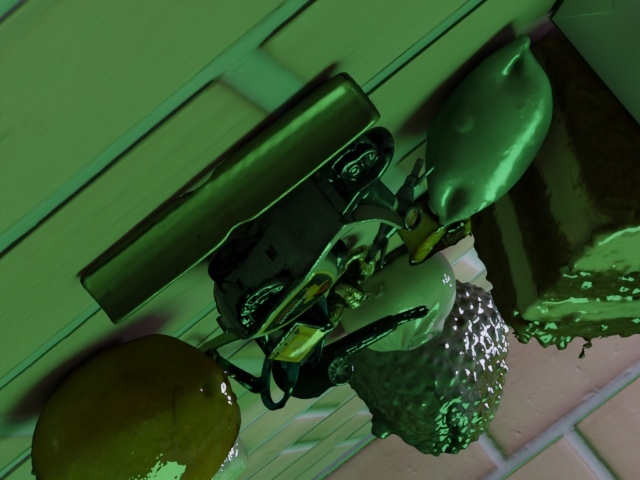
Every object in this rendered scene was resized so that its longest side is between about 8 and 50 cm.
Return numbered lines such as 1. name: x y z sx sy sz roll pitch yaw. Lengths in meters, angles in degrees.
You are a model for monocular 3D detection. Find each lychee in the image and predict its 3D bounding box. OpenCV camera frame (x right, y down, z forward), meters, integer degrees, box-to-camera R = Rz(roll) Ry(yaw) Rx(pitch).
1. lychee: 0.167 0.184 2.257 0.274 0.255 0.255 -44 169 -7

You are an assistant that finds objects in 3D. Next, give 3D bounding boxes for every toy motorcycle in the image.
1. toy motorcycle: 0.000 0.000 1.438 0.157 0.091 0.263 15 122 -48

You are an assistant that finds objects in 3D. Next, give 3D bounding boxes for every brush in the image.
1. brush: -0.076 -0.036 1.247 0.282 0.054 0.048 -38 -173 6

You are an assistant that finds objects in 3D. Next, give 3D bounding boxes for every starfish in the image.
1. starfish: 0.034 0.067 1.855 0.150 0.053 0.209 -49 174 -27

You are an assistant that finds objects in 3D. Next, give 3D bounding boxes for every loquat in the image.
1. loquat: -0.180 0.188 1.519 0.234 0.176 0.187 -28 -178 -25

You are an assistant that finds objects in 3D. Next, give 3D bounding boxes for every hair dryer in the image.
1. hair dryer: 0.052 0.129 1.905 0.219 0.075 0.195 -27 -174 -22

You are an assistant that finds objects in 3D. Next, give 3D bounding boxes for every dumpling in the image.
1. dumpling: 0.161 -0.122 1.520 0.105 0.149 0.216 9 121 -25

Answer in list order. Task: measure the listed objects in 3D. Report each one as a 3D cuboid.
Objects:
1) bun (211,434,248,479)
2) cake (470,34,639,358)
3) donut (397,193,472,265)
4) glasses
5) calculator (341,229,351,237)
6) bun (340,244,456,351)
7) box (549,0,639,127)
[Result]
1. bun: -0.196 0.311 2.030 0.195 0.118 0.195 -42 170 -9
2. cake: 0.318 -0.056 1.627 0.256 0.282 0.290 -2 151 -21
3. donut: 0.154 -0.028 1.894 0.140 0.059 0.140 -34 167 -9
4. glasses: -0.084 0.151 1.783 0.207 0.102 0.239 -30 166 -30
5. calculator: -0.015 -0.008 1.553 0.100 0.032 0.175 -38 167 3
6. bun: 0.115 0.090 2.084 0.173 0.120 0.173 -34 170 -7
7. box: 0.355 -0.216 1.440 0.148 0.195 0.177 -31 166 -24
